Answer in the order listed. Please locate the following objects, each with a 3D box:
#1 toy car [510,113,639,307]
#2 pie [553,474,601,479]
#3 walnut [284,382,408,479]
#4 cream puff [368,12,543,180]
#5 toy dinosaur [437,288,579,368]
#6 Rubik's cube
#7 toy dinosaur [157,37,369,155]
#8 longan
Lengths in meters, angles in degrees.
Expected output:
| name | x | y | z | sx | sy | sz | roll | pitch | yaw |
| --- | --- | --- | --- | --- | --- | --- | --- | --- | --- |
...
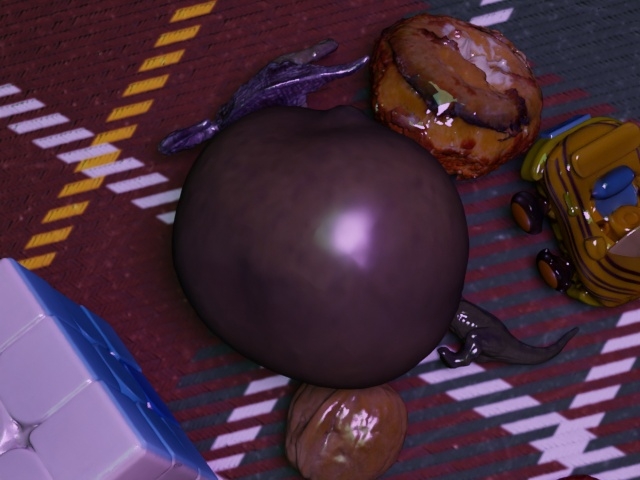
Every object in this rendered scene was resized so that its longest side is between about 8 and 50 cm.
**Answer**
| name | x | y | z | sx | sy | sz | roll | pitch | yaw |
| --- | --- | --- | --- | --- | --- | --- | --- | --- | --- |
| toy car | 0.362 | -0.033 | 1.209 | 0.200 | 0.142 | 0.248 | -31 | 103 | -10 |
| pie | 0.326 | 0.386 | 1.230 | 0.182 | 0.049 | 0.183 | -1 | 84 | 5 |
| walnut | 0.028 | 0.234 | 1.223 | 0.166 | 0.149 | 0.167 | -7 | 76 | 32 |
| cream puff | 0.163 | -0.177 | 1.242 | 0.240 | 0.240 | 0.164 | 40 | 126 | 7 |
| toy dinosaur | 0.221 | 0.088 | 1.257 | 0.178 | 0.087 | 0.187 | -30 | 83 | 0 |
| Rubik's cube | -0.340 | 0.248 | 1.135 | 0.291 | 0.292 | 0.290 | -40 | 66 | -4 |
| toy dinosaur | -0.072 | -0.179 | 1.270 | 0.294 | 0.162 | 0.077 | -34 | 95 | 11 |
| longan | 0.000 | 0.000 | 1.151 | 0.360 | 0.361 | 0.361 | 0 | 82 | 3 |
